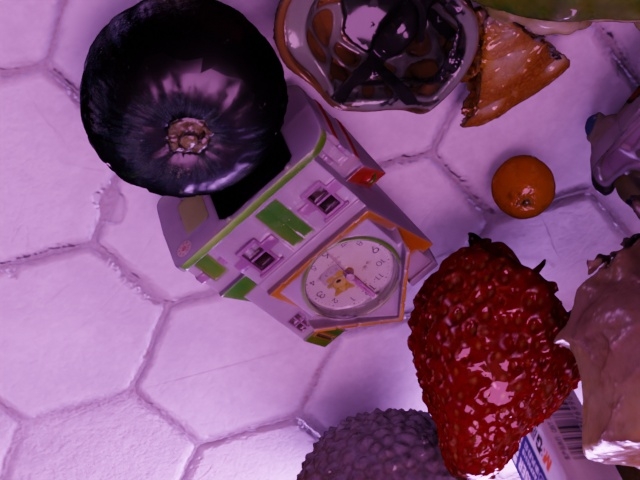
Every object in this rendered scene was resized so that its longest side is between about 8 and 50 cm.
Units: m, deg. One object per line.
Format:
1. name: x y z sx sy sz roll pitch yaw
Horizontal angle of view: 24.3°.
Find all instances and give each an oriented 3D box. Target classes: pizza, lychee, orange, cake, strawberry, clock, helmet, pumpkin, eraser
1. pizza: 0.205 -0.222 1.749 0.154 0.069 0.194 -31 145 3
2. lychee: 0.111 0.368 2.037 0.300 0.300 0.300 -9 128 -12
3. orange: 0.257 -0.067 1.887 0.083 0.083 0.084 -9 128 -12
4. cake: 0.449 0.097 1.737 0.332 0.321 0.332 -1 167 0
5. strawberry: 0.206 0.147 1.891 0.257 0.261 0.261 -40 129 -8
6. clock: 0.000 0.000 1.796 0.235 0.166 0.309 -41 129 14
7. helmet: 0.065 -0.248 1.654 0.224 0.130 0.198 15 121 -3
8. pumpkin: -0.148 -0.157 1.631 0.233 0.163 0.233 -6 127 -8
9. eraser: 0.339 0.317 2.072 0.081 0.279 0.124 -1 127 -16

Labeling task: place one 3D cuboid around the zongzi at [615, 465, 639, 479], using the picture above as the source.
1. zongzi: 0.468 0.317 2.018 0.174 0.393 0.356 6 135 1

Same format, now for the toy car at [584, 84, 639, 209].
1. toy car: 0.524 -0.139 1.860 0.336 0.226 0.242 24 135 -14

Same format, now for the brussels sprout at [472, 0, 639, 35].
1. brussels sprout: 0.328 -0.346 1.565 0.371 0.276 0.315 11 111 -26
